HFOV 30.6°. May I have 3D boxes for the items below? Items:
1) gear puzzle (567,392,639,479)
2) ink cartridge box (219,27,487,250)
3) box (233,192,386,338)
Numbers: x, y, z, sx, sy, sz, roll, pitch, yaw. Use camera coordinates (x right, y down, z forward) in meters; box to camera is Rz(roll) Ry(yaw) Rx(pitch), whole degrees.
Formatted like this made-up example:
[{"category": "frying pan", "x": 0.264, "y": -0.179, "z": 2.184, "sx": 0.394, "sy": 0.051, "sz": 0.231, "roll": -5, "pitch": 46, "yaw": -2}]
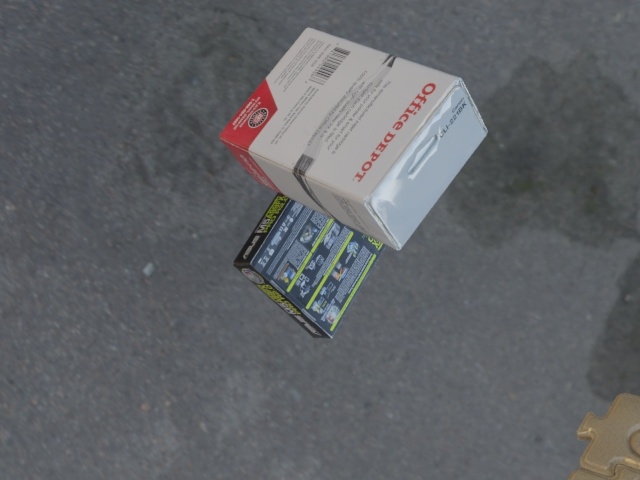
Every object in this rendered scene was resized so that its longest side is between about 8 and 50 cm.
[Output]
[{"category": "gear puzzle", "x": 0.250, "y": 0.186, "z": 0.808, "sx": 0.339, "sy": 0.175, "sz": 0.044, "roll": -49, "pitch": 138, "yaw": -35}, {"category": "ink cartridge box", "x": 0.040, "y": -0.133, "z": 1.469, "sx": 0.197, "sy": 0.273, "sz": 0.114, "roll": -52, "pitch": 138, "yaw": -12}, {"category": "box", "x": 0.000, "y": 0.000, "z": 2.025, "sx": 0.216, "sy": 0.060, "sz": 0.270, "roll": 44, "pitch": 65, "yaw": -28}]
